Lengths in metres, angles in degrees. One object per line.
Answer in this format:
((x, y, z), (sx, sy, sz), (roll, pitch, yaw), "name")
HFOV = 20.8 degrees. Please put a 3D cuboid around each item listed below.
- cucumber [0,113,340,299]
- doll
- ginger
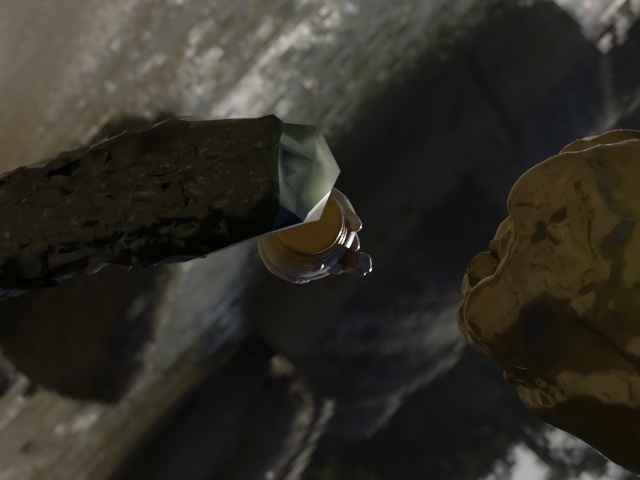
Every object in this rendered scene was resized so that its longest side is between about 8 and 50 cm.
((-0.112, 0.003, 0.545), (0.256, 0.044, 0.043), (-14, -173, 29), "cucumber")
((0.000, 0.000, 1.232), (0.073, 0.084, 0.127), (-58, 176, -7), "doll")
((0.166, 0.040, 0.456), (0.116, 0.263, 0.109), (91, 23, -46), "ginger")
